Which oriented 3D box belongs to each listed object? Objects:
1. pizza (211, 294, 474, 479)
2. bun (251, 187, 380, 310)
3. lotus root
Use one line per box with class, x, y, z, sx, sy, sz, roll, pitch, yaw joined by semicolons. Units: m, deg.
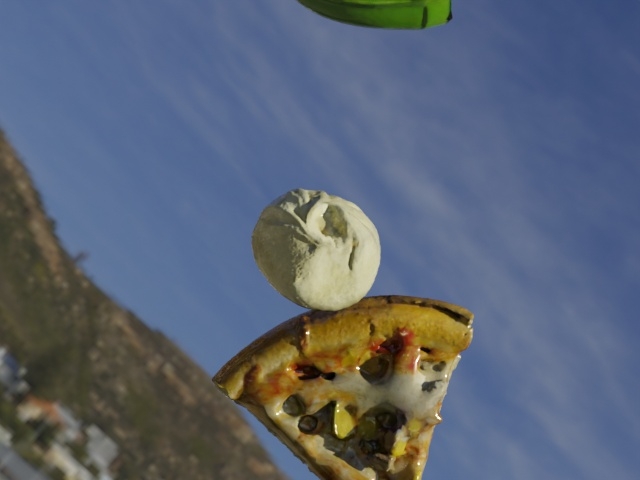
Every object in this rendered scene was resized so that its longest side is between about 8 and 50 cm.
pizza;0.018;0.127;1.053;0.184;0.176;0.036;-4;-5;2
bun;0.000;0.000;0.962;0.086;0.086;0.055;38;-48;10
lotus root;0.019;-0.270;1.406;0.186;0.186;0.186;37;-19;15
